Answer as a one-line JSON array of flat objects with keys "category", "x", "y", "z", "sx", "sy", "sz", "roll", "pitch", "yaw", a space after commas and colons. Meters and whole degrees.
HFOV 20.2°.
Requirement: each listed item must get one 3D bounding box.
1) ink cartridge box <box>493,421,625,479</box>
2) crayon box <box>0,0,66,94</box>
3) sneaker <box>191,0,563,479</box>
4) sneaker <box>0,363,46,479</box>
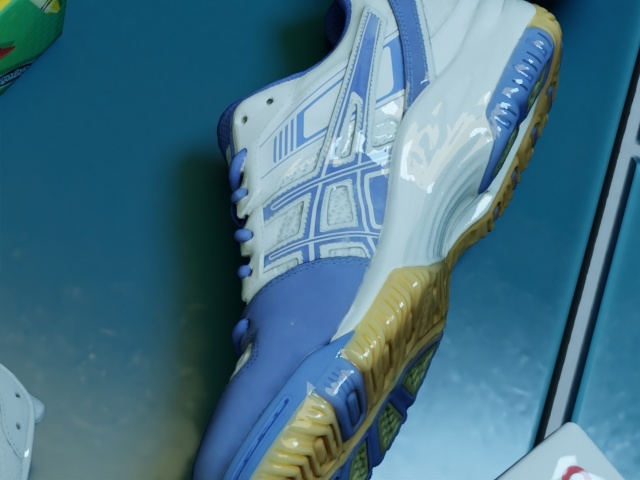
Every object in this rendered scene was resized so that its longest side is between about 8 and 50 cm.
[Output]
[{"category": "ink cartridge box", "x": 0.070, "y": 0.198, "z": 0.742, "sx": 0.208, "sy": 0.087, "sz": 0.153, "roll": -37, "pitch": 80, "yaw": -24}, {"category": "crayon box", "x": -0.272, "y": -0.142, "z": 0.809, "sx": 0.278, "sy": 0.081, "sz": 0.165, "roll": 39, "pitch": 65, "yaw": 4}, {"category": "sneaker", "x": 0.000, "y": 0.000, "z": 0.813, "sx": 0.131, "sy": 0.112, "sz": 0.296, "roll": 22, "pitch": 60, "yaw": 13}, {"category": "sneaker", "x": -0.179, "y": 0.053, "z": 0.724, "sx": 0.121, "sy": 0.099, "sz": 0.262, "roll": -21, "pitch": 101, "yaw": -33}]
